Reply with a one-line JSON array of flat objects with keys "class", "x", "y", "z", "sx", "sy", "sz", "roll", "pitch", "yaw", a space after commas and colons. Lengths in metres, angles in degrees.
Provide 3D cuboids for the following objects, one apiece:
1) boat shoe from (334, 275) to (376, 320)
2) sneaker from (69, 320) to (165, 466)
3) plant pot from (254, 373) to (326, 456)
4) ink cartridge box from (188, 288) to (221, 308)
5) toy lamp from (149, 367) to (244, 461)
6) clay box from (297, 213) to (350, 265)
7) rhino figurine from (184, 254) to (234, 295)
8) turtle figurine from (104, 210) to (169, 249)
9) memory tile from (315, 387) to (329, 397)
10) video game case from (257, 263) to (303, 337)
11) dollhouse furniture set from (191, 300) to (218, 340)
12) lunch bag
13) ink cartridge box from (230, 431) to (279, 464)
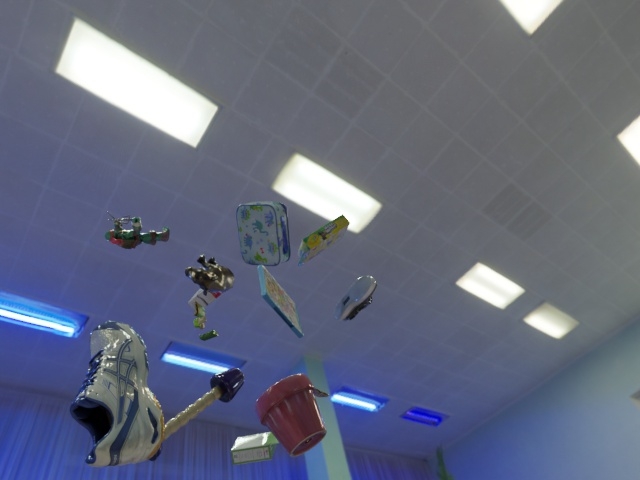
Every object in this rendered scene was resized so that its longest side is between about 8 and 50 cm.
[{"class": "boat shoe", "x": 0.131, "y": 0.200, "z": 1.378, "sx": 0.076, "sy": 0.080, "sz": 0.229, "roll": 16, "pitch": -51, "yaw": -25}, {"class": "sneaker", "x": -0.395, "y": 0.268, "z": 0.766, "sx": 0.112, "sy": 0.296, "sz": 0.130, "roll": -51, "pitch": -34, "yaw": 16}, {"class": "plant pot", "x": -0.081, "y": 0.552, "z": 1.282, "sx": 0.201, "sy": 0.180, "sz": 0.202, "roll": -24, "pitch": -37, "yaw": -20}, {"class": "ink cartridge box", "x": -0.458, "y": 0.215, "z": 1.695, "sx": 0.150, "sy": 0.109, "sz": 0.063, "roll": -37, "pitch": -78, "yaw": 18}, {"class": "toy lamp", "x": -0.290, "y": 0.391, "z": 0.969, "sx": 0.274, "sy": 0.080, "sz": 0.080, "roll": -26, "pitch": -34, "yaw": -52}, {"class": "clay box", "x": 0.000, "y": 0.000, "z": 1.503, "sx": 0.221, "sy": 0.053, "sz": 0.127, "roll": -32, "pitch": -16, "yaw": -25}, {"class": "rhino figurine", "x": -0.283, "y": 0.093, "z": 1.057, "sx": 0.106, "sy": 0.243, "sz": 0.073, "roll": 39, "pitch": -92, "yaw": 2}, {"class": "turtle figurine", "x": -0.647, "y": -0.027, "z": 1.405, "sx": 0.234, "sy": 0.175, "sz": 0.118, "roll": 13, "pitch": -94, "yaw": -57}, {"class": "memory tile", "x": -0.033, "y": 0.571, "z": 1.568, "sx": 0.113, "sy": 0.012, "sz": 0.148, "roll": 26, "pitch": -25, "yaw": -2}, {"class": "video game case", "x": -0.097, "y": 0.148, "z": 1.002, "sx": 0.015, "sy": 0.119, "sz": 0.166, "roll": -31, "pitch": -57, "yaw": 5}, {"class": "dollhouse furniture set", "x": -0.431, "y": 0.293, "z": 1.542, "sx": 0.058, "sy": 0.152, "sz": 0.076, "roll": -23, "pitch": -33, "yaw": 5}, {"class": "lunch bag", "x": -0.188, "y": -0.023, "z": 1.400, "sx": 0.175, "sy": 0.090, "sz": 0.219, "roll": 1, "pitch": -77, "yaw": 28}, {"class": "ink cartridge box", "x": -0.232, "y": 0.805, "z": 1.607, "sx": 0.209, "sy": 0.109, "sz": 0.062, "roll": -11, "pitch": -91, "yaw": 3}]
